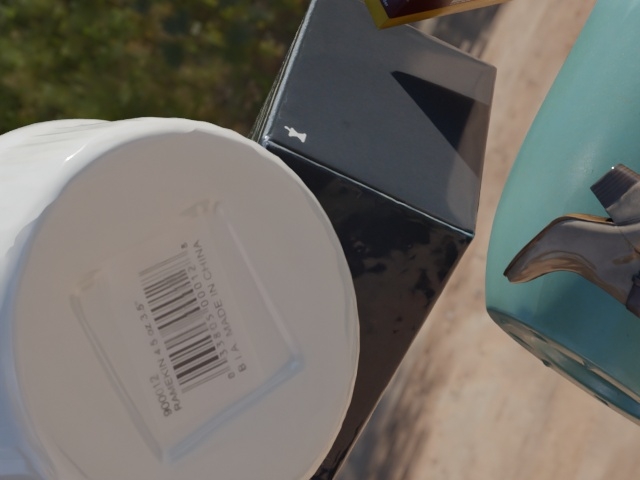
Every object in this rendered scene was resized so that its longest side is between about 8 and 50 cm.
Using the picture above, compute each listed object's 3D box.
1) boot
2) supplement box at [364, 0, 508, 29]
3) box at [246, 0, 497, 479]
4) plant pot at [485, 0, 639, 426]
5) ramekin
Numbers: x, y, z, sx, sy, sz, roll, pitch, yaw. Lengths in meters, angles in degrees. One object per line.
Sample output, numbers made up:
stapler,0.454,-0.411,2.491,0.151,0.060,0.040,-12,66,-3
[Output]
boot,0.173,0.016,1.082,0.118,0.087,0.042,-47,-15,33
supplement box,0.137,-0.282,1.447,0.194,0.191,0.129,-40,70,54
box,0.000,0.000,1.494,0.296,0.183,0.294,-75,10,-58
plant pot,0.251,0.004,1.257,0.235,0.293,0.293,-56,12,-6
ramekin,-0.109,0.056,1.104,0.135,0.277,0.277,-8,57,54
